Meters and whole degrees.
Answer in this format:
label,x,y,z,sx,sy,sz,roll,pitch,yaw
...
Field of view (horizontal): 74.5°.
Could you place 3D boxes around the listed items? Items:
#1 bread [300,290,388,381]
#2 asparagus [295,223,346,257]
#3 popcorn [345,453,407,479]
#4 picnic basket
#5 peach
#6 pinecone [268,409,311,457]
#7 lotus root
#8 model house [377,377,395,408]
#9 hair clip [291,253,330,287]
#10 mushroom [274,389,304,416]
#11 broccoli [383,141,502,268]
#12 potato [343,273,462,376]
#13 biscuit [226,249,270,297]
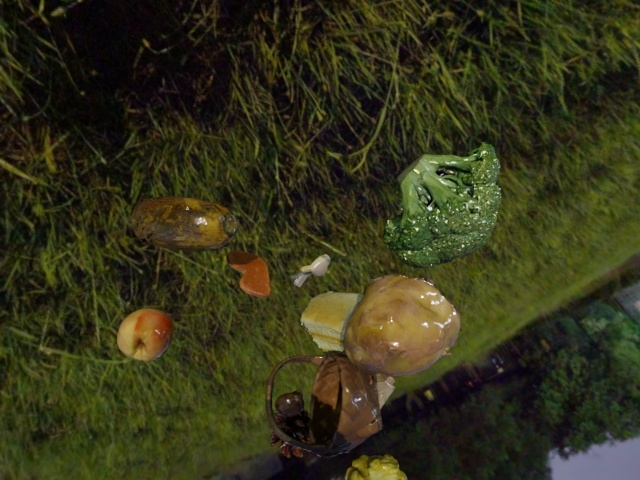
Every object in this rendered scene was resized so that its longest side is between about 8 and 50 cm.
label,x,y,z,sx,sy,sz,roll,pitch,yaw
bread,0.149,0.344,1.618,0.264,0.395,0.239,-31,-158,51
asparagus,0.000,0.000,1.730,0.025,0.248,0.024,-46,165,-54
popcorn,0.204,0.967,1.656,0.241,0.235,0.250,11,148,4
picnic basket,-0.012,0.482,1.256,0.337,0.293,0.337,-1,140,0
peach,-0.594,0.318,1.444,0.184,0.184,0.184,-25,158,-11
pinecone,-0.120,0.790,1.760,0.201,0.228,0.203,-48,124,-27
lotus root,-0.452,-0.059,1.366,0.397,0.179,0.196,3,163,21
model house,0.132,0.646,1.887,0.298,0.284,0.243,-49,-165,-18
hair clip,-0.046,0.143,2.066,0.218,0.071,0.159,-38,151,9
mushroom,-0.121,0.635,1.641,0.127,0.087,0.127,-5,131,-6
broccoli,0.346,-0.081,1.207,0.309,0.321,0.413,25,132,-33
potato,0.211,0.263,1.150,0.288,0.301,0.237,-35,-178,30
biscuit,-0.288,0.131,1.670,0.186,0.192,0.036,20,133,-37
